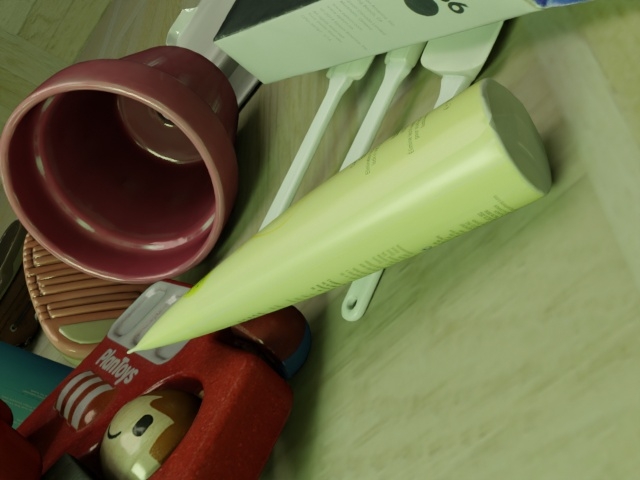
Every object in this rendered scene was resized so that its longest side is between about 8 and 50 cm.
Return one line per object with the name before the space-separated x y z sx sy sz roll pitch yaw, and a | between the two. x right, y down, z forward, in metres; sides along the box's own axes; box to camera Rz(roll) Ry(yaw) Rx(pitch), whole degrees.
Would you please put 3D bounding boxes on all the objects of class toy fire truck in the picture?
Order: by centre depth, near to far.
toy fire truck | -0.127 0.127 0.516 0.254 0.169 0.302 -50 22 -19

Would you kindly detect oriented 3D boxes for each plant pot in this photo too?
plant pot | -0.161 -0.090 0.760 0.201 0.201 0.180 -45 15 33

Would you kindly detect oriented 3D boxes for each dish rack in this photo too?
dish rack | -0.096 -0.265 0.937 0.333 0.072 0.285 -47 29 32

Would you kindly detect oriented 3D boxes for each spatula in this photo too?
spatula | 0.032 -0.073 0.527 0.168 0.019 0.242 19 82 53

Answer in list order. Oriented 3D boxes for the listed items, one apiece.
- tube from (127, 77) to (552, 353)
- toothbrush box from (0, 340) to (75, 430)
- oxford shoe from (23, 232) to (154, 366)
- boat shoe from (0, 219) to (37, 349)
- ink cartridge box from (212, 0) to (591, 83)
tube | 0.000 0.000 0.430 0.240 0.070 0.062 -29 52 32
toothbrush box | -0.326 0.217 0.714 0.126 0.216 0.295 -54 27 19
oxford shoe | -0.248 0.018 0.919 0.397 0.141 0.146 -110 21 -52
boat shoe | -0.475 0.125 1.234 0.111 0.104 0.307 3 66 54
ink cartridge box | 0.062 -0.201 0.517 0.333 0.065 0.165 2 62 54
